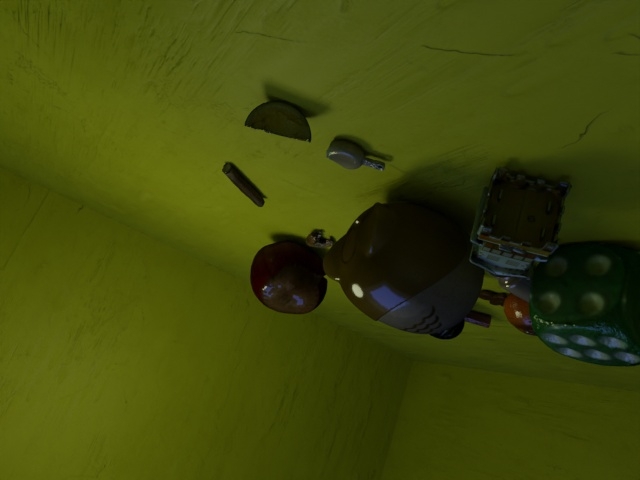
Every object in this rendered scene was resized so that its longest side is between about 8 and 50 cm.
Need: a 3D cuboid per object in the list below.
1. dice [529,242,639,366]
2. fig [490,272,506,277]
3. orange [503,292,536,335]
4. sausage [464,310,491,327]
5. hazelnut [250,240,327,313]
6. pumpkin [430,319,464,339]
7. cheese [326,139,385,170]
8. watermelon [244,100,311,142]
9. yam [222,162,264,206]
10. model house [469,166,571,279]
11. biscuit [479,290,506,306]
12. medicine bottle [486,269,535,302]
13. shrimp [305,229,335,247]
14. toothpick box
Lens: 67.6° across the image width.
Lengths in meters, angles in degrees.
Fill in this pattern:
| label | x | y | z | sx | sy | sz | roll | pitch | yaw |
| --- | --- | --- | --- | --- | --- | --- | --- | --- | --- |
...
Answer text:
| label | x | y | z | sx | sy | sz | roll | pitch | yaw |
| --- | --- | --- | --- | --- | --- | --- | --- | --- | --- |
| dice | 0.829 | 0.192 | 1.442 | 0.287 | 0.299 | 0.297 | 34 | 157 | -31 |
| fig | 0.580 | 0.034 | 1.547 | 0.159 | 0.159 | 0.257 | 20 | -179 | 2 |
| orange | 0.838 | 0.286 | 1.894 | 0.224 | 0.170 | 0.224 | 17 | 159 | 7 |
| sausage | 0.772 | 0.390 | 2.418 | 0.170 | 0.065 | 0.065 | 15 | 161 | 16 |
| hazelnut | -0.147 | 0.172 | 2.369 | 0.359 | 0.358 | 0.409 | 0 | 157 | 46 |
| pumpkin | 0.594 | 0.367 | 2.346 | 0.250 | 0.216 | 0.250 | 39 | -174 | -5 |
| cheese | 0.099 | -0.235 | 1.379 | 0.171 | 0.047 | 0.092 | 24 | 162 | -14 |
| watermelon | -0.106 | -0.320 | 1.297 | 0.182 | 0.091 | 0.075 | 11 | 175 | 0 |
| yam | -0.295 | -0.209 | 1.858 | 0.046 | 0.046 | 0.264 | 9 | 158 | 30 |
| model house | 0.502 | -0.042 | 1.234 | 0.199 | 0.224 | 0.215 | 15 | 160 | 14 |
| biscuit | 0.786 | 0.258 | 2.084 | 0.205 | 0.031 | 0.138 | 17 | 161 | 10 |
| medicine bottle | 0.696 | 0.133 | 1.698 | 0.252 | 0.114 | 0.114 | 27 | 160 | -20 |
| shrimp | -0.001 | -0.004 | 2.150 | 0.133 | 0.051 | 0.187 | 1 | 166 | -1 |
| toothpick box | 0.266 | 0.073 | 1.543 | 0.426 | 0.408 | 0.409 | 24 | 161 | -16 |
